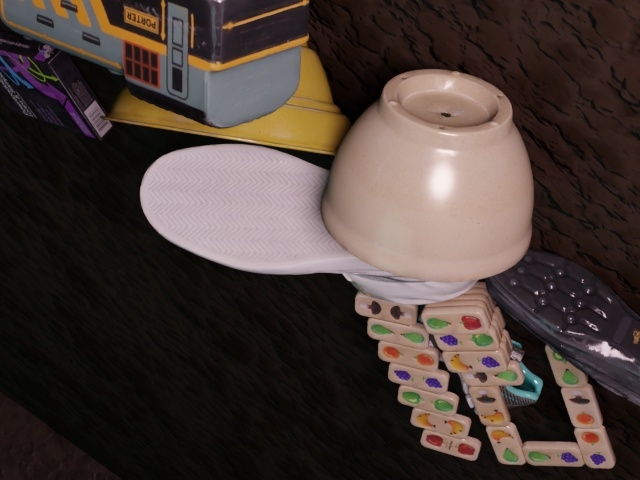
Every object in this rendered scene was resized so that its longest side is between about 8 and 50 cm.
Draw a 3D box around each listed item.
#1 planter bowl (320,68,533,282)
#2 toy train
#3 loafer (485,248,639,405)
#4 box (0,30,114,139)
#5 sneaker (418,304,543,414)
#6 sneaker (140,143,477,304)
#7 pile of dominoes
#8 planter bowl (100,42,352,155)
[{"bbox_3d":[0.086,-0.060,1.195,0.162,0.162,0.109,27,128,27],"label":"planter bowl"},{"bbox_3d":[-0.144,-0.208,1.186,0.334,0.142,0.190,23,122,35],"label":"toy train"},{"bbox_3d":[0.231,0.084,1.320,0.223,0.076,0.078,31,149,9],"label":"loafer"},{"bbox_3d":[-0.304,-0.170,1.718,0.162,0.029,0.116,19,151,42],"label":"box"},{"bbox_3d":[0.155,0.101,1.514,0.076,0.065,0.166,-8,135,39],"label":"sneaker"},{"bbox_3d":[0.000,0.000,1.361,0.292,0.108,0.169,8,164,6],"label":"sneaker"},{"bbox_3d":[0.149,0.139,1.482,0.196,0.040,0.251,-3,133,26],"label":"pile of dominoes"},{"bbox_3d":[-0.065,-0.126,1.305,0.217,0.090,0.217,9,-177,0],"label":"planter bowl"}]
